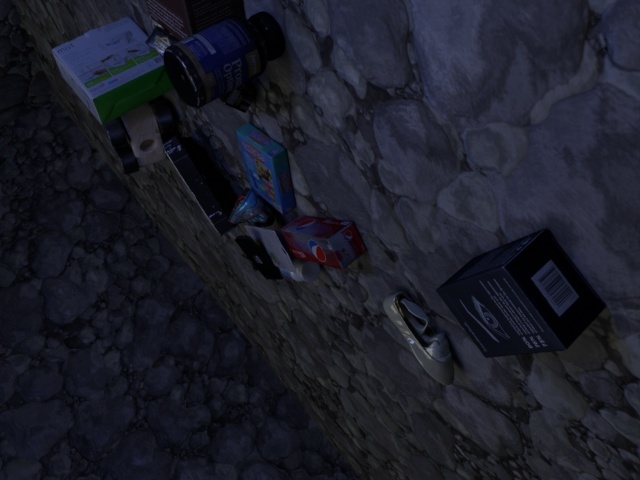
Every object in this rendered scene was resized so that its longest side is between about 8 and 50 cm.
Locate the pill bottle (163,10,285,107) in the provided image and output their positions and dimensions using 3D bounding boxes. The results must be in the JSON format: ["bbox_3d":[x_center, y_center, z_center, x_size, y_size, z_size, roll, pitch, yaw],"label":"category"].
[{"bbox_3d":[-0.182,-0.359,1.055,0.123,0.219,0.123,43,156,25],"label":"pill bottle"}]

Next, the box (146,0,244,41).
[{"bbox_3d":[-0.272,-0.583,1.027,0.191,0.143,0.381,43,157,27],"label":"box"}]

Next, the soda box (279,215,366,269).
[{"bbox_3d":[0.000,0.000,1.381,0.263,0.083,0.092,12,134,59],"label":"soda box"}]

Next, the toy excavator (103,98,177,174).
[{"bbox_3d":[-0.691,-0.445,2.013,0.445,0.222,0.433,59,162,25],"label":"toy excavator"}]

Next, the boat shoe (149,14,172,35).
[{"bbox_3d":[-0.361,-0.538,1.315,0.109,0.094,0.302,19,138,55],"label":"boat shoe"}]

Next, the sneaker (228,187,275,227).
[{"bbox_3d":[-0.203,-0.075,1.644,0.125,0.104,0.262,34,173,-7],"label":"sneaker"}]

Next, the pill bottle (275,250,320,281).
[{"bbox_3d":[-0.071,0.074,1.619,0.160,0.087,0.087,18,138,55],"label":"pill bottle"}]

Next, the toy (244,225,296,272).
[{"bbox_3d":[-0.133,0.010,1.567,0.237,0.056,0.137,7,129,60],"label":"toy"}]

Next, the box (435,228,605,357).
[{"bbox_3d":[0.310,0.093,0.873,0.153,0.108,0.207,54,158,1],"label":"box"}]

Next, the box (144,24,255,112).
[{"bbox_3d":[-0.266,-0.383,1.231,0.220,0.051,0.175,37,-171,1],"label":"box"}]

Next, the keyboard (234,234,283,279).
[{"bbox_3d":[-0.186,0.045,1.628,0.100,0.038,0.192,-1,136,38],"label":"keyboard"}]

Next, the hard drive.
[{"bbox_3d":[-0.388,-0.183,1.798,0.339,0.064,0.237,58,-178,-11],"label":"hard drive"}]

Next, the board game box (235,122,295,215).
[{"bbox_3d":[-0.143,-0.188,1.444,0.160,0.047,0.210,40,155,32],"label":"board game box"}]

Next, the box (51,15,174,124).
[{"bbox_3d":[-0.619,-0.518,1.634,0.231,0.262,0.127,47,157,15],"label":"box"}]

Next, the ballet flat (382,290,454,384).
[{"bbox_3d":[0.237,0.218,1.243,0.248,0.086,0.086,51,157,10],"label":"ballet flat"}]
